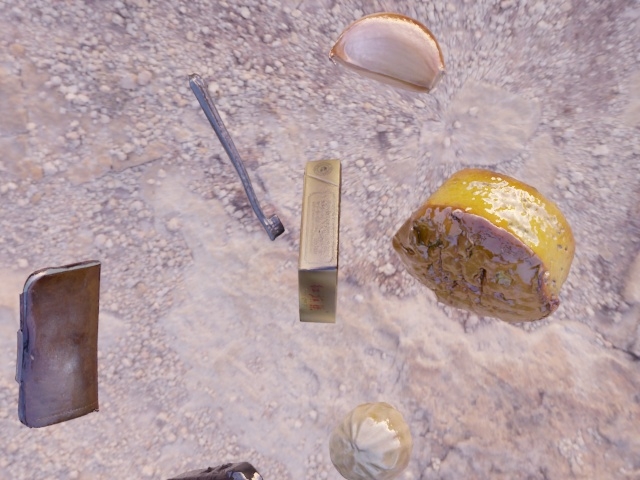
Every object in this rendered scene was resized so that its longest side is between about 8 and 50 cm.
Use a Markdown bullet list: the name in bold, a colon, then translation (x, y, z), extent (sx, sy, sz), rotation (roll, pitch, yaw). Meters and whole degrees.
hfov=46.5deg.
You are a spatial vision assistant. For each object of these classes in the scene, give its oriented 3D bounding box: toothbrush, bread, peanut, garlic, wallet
- **toothbrush**: translation (-0.133, -0.129, 1.178), extent (0.031, 0.030, 0.297), rotation (-32, 110, -14)
- **bread**: translation (0.353, 0.023, 1.585), extent (0.398, 0.398, 0.215), rotation (32, 67, 4)
- **peanut**: translation (0.051, 0.207, 0.754), extent (0.082, 0.187, 0.082), rotation (-1, 75, 4)
- **garlic**: translation (0.103, -0.315, 1.257), extent (0.207, 0.115, 0.128), rotation (8, 80, -15)
- **wallet**: translation (-0.396, 0.158, 1.129), extent (0.031, 0.137, 0.255), rotation (18, 108, 40)

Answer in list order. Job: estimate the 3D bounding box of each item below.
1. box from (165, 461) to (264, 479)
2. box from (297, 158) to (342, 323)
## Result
- **box**: translation (-0.157, 0.601, 1.410), extent (0.350, 0.091, 0.359), rotation (-26, 85, 48)
- **box**: translation (0.000, 0.000, 1.259), extent (0.071, 0.240, 0.159), rotation (1, 141, 3)
